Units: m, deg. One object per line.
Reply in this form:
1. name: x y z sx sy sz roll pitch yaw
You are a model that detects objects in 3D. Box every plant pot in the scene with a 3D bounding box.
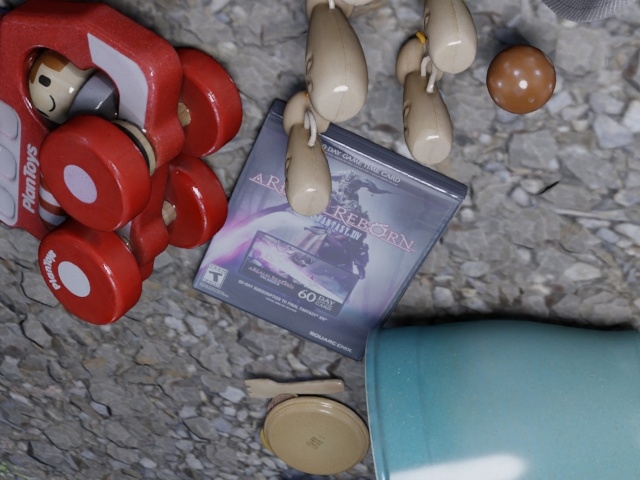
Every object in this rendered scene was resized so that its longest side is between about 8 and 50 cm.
1. plant pot: 0.196 0.192 1.228 0.255 0.271 0.271 -12 129 10

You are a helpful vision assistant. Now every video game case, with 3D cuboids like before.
1. video game case: 0.000 0.000 1.264 0.196 0.026 0.274 24 137 -4

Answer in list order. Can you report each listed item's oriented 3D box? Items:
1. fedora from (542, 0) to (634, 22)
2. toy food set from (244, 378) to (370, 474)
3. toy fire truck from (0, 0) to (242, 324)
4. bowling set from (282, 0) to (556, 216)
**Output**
1. fedora: 0.225 -0.274 0.800 0.124 0.243 0.275 -2 125 -18
2. toy food set: -0.008 0.218 1.480 0.132 0.038 0.192 -3 127 14
3. toy fire truck: -0.225 -0.089 1.179 0.254 0.169 0.302 31 138 16
4. bowling set: 0.075 -0.152 1.028 0.200 0.154 0.287 6 136 -11
